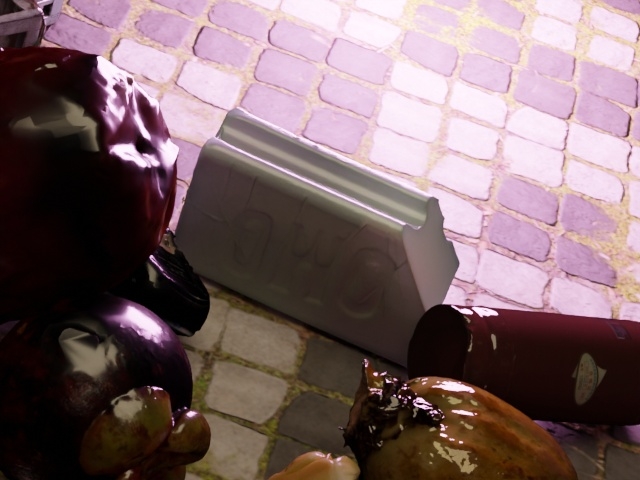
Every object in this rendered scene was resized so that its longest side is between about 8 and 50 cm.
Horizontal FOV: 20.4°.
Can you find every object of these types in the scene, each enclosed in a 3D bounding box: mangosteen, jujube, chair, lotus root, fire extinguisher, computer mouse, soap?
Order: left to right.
[{"bbox_3d":[-0.297,-0.044,1.633,0.377,0.258,0.258,-12,21,35],"label":"jujube"},{"bbox_3d":[-0.361,-0.242,2.025,0.270,0.136,0.147,-19,53,-41],"label":"chair"},{"bbox_3d":[-0.202,0.147,1.580,0.210,0.210,0.210,13,38,-10],"label":"mangosteen"},{"bbox_3d":[-0.204,0.018,1.790,0.137,0.096,0.233,27,21,-48],"label":"computer mouse"},{"bbox_3d":[0.000,0.000,1.866,0.289,0.173,0.095,24,39,4],"label":"soap"},{"bbox_3d":[0.146,0.231,1.680,0.314,0.141,0.169,31,41,-5],"label":"lotus root"},{"bbox_3d":[0.265,0.128,1.850,0.337,0.135,0.114,7,49,-30],"label":"fire extinguisher"}]

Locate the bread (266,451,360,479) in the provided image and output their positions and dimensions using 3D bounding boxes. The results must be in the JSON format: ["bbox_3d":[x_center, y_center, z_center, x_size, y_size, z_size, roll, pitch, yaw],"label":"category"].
[{"bbox_3d":[0.014,0.271,1.598,0.119,0.084,0.177,-35,51,2],"label":"bread"}]
